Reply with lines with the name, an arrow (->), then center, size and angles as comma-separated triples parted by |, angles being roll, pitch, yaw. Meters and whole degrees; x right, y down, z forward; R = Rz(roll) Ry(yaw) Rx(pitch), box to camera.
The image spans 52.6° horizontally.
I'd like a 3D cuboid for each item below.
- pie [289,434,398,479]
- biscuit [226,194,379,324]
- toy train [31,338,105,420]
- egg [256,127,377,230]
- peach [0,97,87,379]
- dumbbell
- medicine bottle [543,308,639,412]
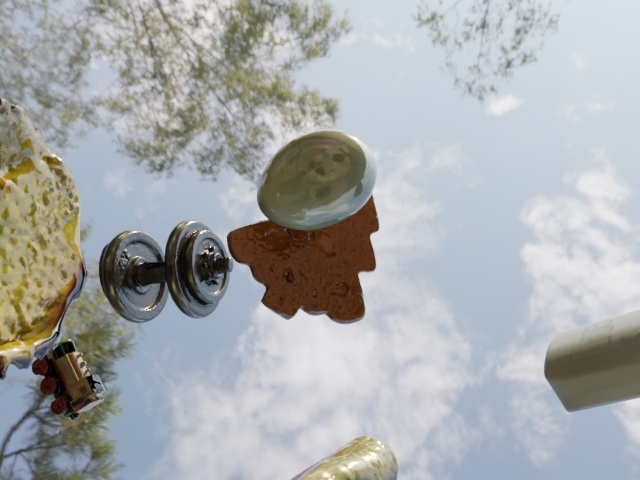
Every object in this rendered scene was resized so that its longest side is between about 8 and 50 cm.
pie -> -0.062, 0.286, 0.591 | 0.338, 0.337, 0.075 | -37, -101, -8
biscuit -> 0.000, 0.000, 1.160 | 0.284, 0.043, 0.306 | 35, -103, -7
toy train -> -0.428, 0.231, 1.099 | 0.087, 0.050, 0.137 | -33, -103, 5
egg -> -0.010, -0.093, 1.029 | 0.209, 0.151, 0.151 | -23, -118, 24
peach -> -0.475, 0.006, 0.751 | 0.417, 0.338, 0.353 | -24, -155, -32
dumbbell -> -0.301, 0.063, 1.265 | 0.290, 0.192, 0.191 | -8, -116, 21
medicine bottle -> 0.480, 0.153, 0.923 | 0.111, 0.296, 0.161 | 56, -139, -3
